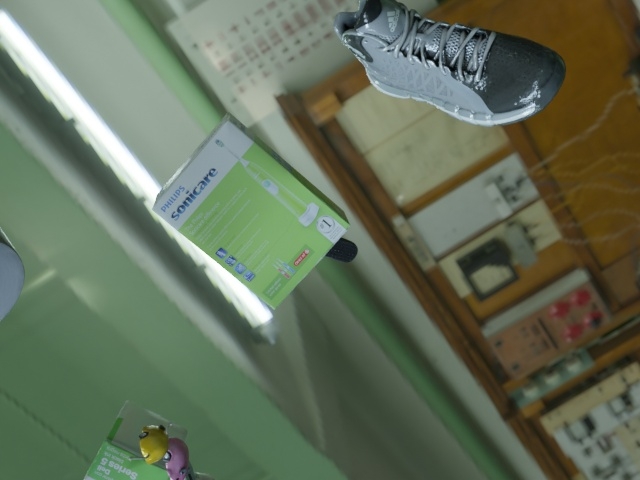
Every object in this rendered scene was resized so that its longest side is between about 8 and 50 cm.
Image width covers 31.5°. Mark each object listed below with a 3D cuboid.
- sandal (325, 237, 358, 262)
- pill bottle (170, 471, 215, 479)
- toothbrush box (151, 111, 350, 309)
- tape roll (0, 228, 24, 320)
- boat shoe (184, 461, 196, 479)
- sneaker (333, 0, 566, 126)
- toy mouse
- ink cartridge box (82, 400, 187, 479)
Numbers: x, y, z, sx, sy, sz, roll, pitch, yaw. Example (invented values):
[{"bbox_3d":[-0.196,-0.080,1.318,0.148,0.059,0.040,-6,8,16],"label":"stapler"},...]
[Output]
[{"bbox_3d":[0.000,0.000,2.416,0.179,0.067,0.040,23,-161,-34],"label":"sandal"},{"bbox_3d":[-0.332,0.618,2.648,0.283,0.160,0.160,11,-156,-14],"label":"pill bottle"},{"bbox_3d":[-0.122,-0.053,1.998,0.283,0.206,0.122,39,-173,-13],"label":"toothbrush box"},{"bbox_3d":[-0.531,0.059,1.588,0.072,0.219,0.219,48,-179,32],"label":"tape roll"},{"bbox_3d":[-0.236,0.434,1.987,0.035,0.035,0.100,5,-123,-51],"label":"boat shoe"},{"bbox_3d":[0.096,-0.171,1.010,0.228,0.086,0.132,14,167,45],"label":"sneaker"},{"bbox_3d":[-0.184,0.291,1.420,0.161,0.031,0.143,-80,-28,-72],"label":"toy mouse"},{"bbox_3d":[-0.318,0.407,1.711,0.114,0.273,0.198,27,-173,-5],"label":"ink cartridge box"}]
